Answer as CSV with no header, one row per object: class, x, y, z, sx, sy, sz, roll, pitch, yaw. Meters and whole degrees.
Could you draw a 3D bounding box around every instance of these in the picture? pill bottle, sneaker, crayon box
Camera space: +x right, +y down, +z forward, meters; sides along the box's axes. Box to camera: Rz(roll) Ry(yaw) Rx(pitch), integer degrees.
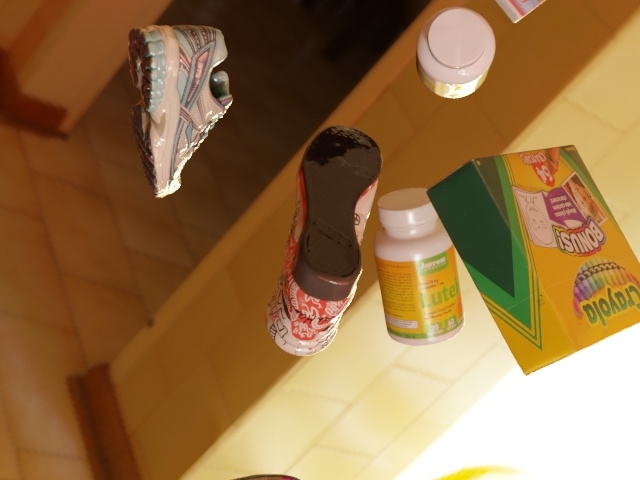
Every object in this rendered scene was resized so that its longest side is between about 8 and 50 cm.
pill bottle,0.163,0.042,2.104,0.136,0.136,0.246,-73,154,-65
sneaker,-0.001,0.000,1.344,0.090,0.145,0.270,17,41,-7
sneaker,-0.169,-0.156,1.563,0.122,0.283,0.110,-12,58,-17
pill bottle,0.178,-0.252,1.649,0.103,0.103,0.184,45,1,4
crayon box,0.358,0.019,1.919,0.363,0.106,0.313,-12,71,-54

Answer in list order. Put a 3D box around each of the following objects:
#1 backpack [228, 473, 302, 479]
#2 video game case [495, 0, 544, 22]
backpack,-0.065,0.348,1.353,0.144,0.166,0.188,70,11,-58
video game case,0.340,-0.493,1.930,0.204,0.285,0.025,51,-19,1
